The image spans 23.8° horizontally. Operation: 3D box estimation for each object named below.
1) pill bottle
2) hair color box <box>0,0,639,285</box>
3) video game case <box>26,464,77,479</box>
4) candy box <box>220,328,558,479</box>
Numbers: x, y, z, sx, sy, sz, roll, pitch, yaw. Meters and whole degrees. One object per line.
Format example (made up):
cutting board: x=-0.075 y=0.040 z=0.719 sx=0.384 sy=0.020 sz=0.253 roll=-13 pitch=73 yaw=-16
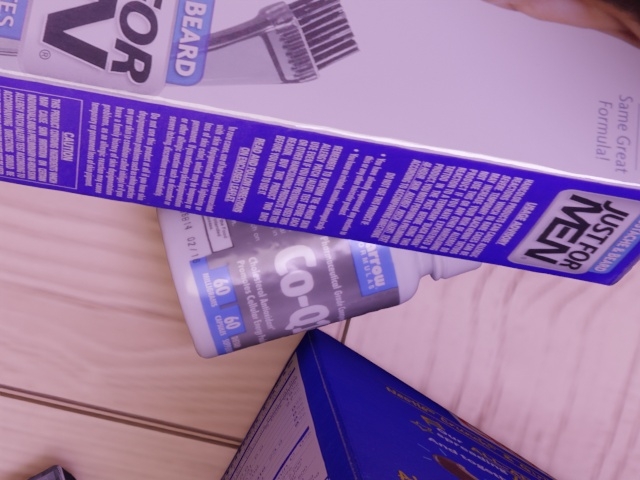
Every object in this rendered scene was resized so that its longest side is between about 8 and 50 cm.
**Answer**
pill bottle: x=0.000 y=0.000 z=0.697 sx=0.137 sy=0.078 sz=0.078 roll=-16 pitch=100 yaw=-3
hair color box: x=-0.018 y=-0.107 z=0.629 sx=0.338 sy=0.110 sz=0.185 roll=10 pitch=67 yaw=-8
video game case: x=-0.159 y=0.249 z=0.638 sx=0.196 sy=0.274 sz=0.026 roll=-29 pitch=140 yaw=3
candy box: x=0.088 y=0.179 z=0.612 sx=0.268 sy=0.317 sz=0.122 roll=32 pitch=96 yaw=-8
